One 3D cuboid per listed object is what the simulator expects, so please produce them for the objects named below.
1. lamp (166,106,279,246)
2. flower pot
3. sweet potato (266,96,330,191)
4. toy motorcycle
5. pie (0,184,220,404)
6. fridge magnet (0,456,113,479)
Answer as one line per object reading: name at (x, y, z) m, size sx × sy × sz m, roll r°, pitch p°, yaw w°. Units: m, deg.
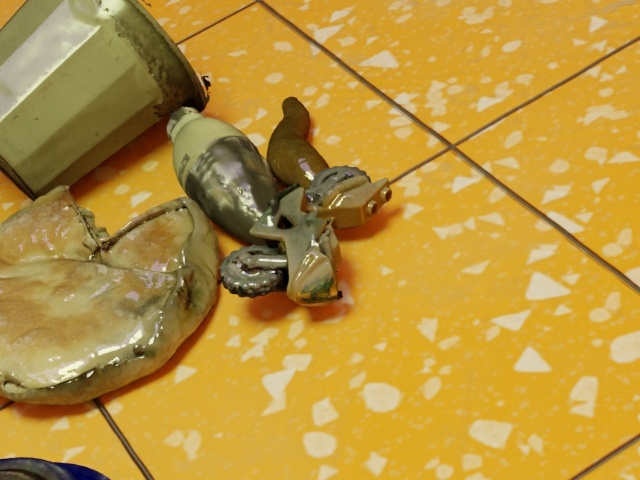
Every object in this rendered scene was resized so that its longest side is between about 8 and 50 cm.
lamp at (-0.109, -0.075, 1.835) m, size 0.101 × 0.101 × 0.250 m, roll -30°, pitch 48°, yaw -13°
flower pot at (-0.313, -0.191, 1.956) m, size 0.259 × 0.290 × 0.290 m, roll -45°, pitch 43°, yaw -9°
sweet potato at (-0.033, -0.109, 1.877) m, size 0.069 × 0.059 × 0.249 m, roll -3°, pitch 33°, yaw -11°
toy motorcycle at (0.000, 0.000, 1.704) m, size 0.130 × 0.094 × 0.229 m, roll 18°, pitch 45°, yaw 33°
pie at (-0.273, 0.061, 1.760) m, size 0.337 × 0.075 × 0.337 m, roll -12°, pitch 44°, yaw 11°
fridge magnet at (-0.293, 0.298, 1.444) m, size 0.265 × 0.112 × 0.265 m, roll -12°, pitch 36°, yaw 9°
